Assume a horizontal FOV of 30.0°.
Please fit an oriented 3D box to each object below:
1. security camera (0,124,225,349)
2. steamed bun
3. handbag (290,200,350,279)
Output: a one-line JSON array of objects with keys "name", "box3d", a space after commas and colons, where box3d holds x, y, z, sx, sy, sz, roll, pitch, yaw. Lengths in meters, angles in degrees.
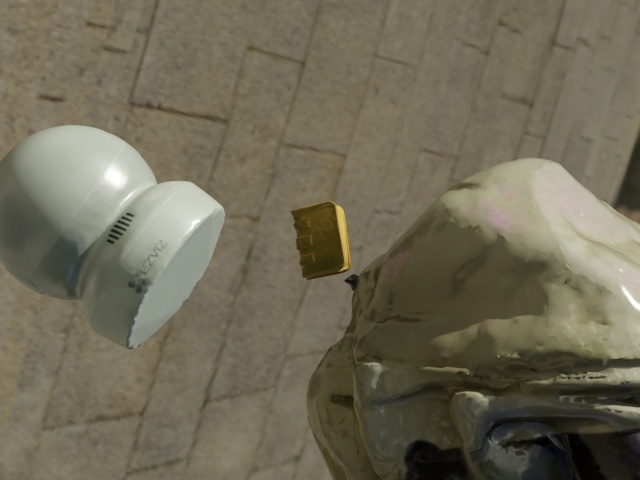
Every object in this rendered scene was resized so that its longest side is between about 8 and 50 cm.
[{"name": "security camera", "box3d": [-0.244, -0.018, 1.267, 0.195, 0.236, 0.194, -58, 173, -11]}, {"name": "steamed bun", "box3d": [0.139, 0.128, 0.764, 0.206, 0.275, 0.320, -100, 170, -56]}, {"name": "handbag", "box3d": [0.000, 0.000, 1.389, 0.027, 0.061, 0.083, 24, 57, -66]}]
